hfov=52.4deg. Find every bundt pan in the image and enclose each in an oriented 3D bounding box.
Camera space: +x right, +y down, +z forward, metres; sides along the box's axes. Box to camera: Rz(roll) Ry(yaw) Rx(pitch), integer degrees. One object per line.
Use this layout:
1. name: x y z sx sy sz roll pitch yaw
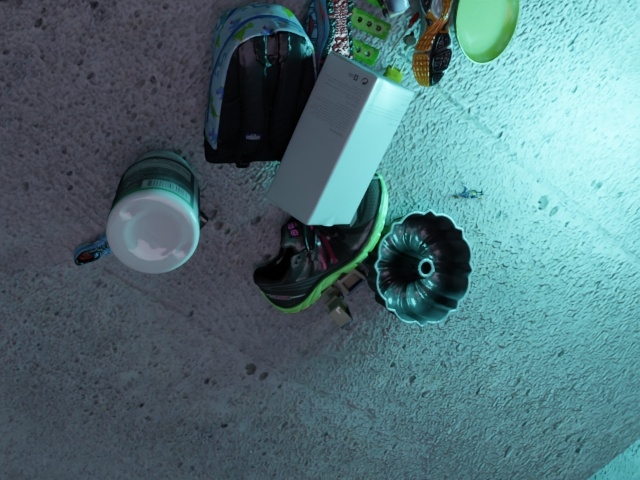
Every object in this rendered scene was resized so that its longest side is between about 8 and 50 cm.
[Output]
1. bundt pan: 0.269 0.075 1.858 0.331 0.124 0.331 -1 92 -24

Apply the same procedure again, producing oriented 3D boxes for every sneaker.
1. sneaker: 0.000 0.000 1.787 0.202 0.185 0.483 36 103 -27
2. sneaker: -0.592 0.026 1.754 0.162 0.073 0.063 -29 116 4
3. sneaker: 0.014 -0.505 1.593 0.104 0.125 0.262 -9 113 -35
4. sneaker: 0.288 -0.518 1.624 0.099 0.121 0.262 9 108 9

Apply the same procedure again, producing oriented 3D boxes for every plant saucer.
1. plant saucer: 0.410 -0.567 1.630 0.241 0.037 0.241 -17 120 -33

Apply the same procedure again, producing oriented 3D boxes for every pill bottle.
1. pill bottle: -0.395 -0.086 1.576 0.204 0.361 0.204 -4 115 -8

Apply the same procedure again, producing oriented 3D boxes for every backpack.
1. backpack: -0.143 -0.377 1.547 0.290 0.273 0.355 -7 151 -13

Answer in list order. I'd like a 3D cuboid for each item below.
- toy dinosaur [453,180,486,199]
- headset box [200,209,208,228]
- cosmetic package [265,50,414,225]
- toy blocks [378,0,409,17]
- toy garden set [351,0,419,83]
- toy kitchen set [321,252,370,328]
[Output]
1. toy dinosaur: 0.431 -0.128 1.884 0.082 0.047 0.090 -17 129 19
2. headset box: -0.352 -0.053 1.783 0.083 0.032 0.062 -43 114 12
3. cosmetic package: 0.047 -0.233 1.589 0.217 0.156 0.385 0 122 -59
4. toy blocks: 0.239 -0.702 1.408 0.309 0.260 0.288 -23 89 2
5. toy garden set: 0.148 -0.501 1.656 0.204 0.049 0.244 19 109 -16
6. toy kitchen set: 0.123 0.148 1.886 0.207 0.166 0.122 -42 114 11
